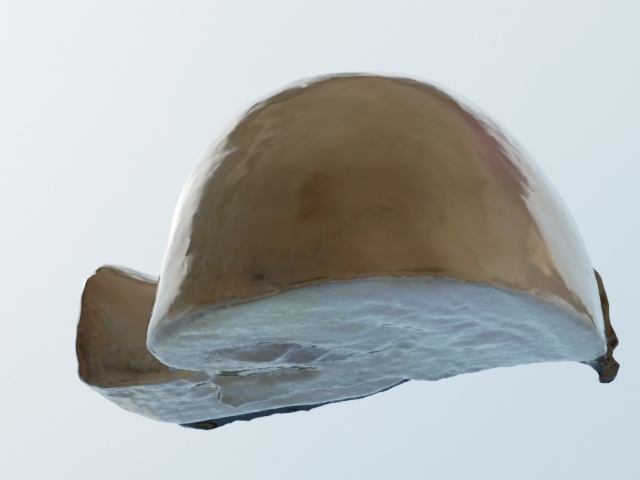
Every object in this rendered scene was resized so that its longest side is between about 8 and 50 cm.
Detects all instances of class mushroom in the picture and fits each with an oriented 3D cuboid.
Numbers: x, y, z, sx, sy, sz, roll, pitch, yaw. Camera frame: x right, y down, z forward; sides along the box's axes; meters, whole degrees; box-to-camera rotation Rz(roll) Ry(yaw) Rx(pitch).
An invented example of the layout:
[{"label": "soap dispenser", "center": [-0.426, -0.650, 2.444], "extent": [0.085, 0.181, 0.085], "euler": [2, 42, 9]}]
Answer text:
[{"label": "mushroom", "center": [-0.006, -0.019, 0.863], "extent": [0.236, 0.173, 0.162], "euler": [-11, -114, 13]}]
